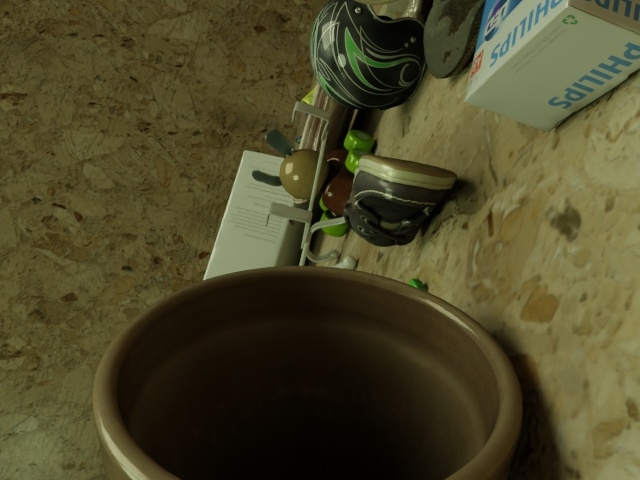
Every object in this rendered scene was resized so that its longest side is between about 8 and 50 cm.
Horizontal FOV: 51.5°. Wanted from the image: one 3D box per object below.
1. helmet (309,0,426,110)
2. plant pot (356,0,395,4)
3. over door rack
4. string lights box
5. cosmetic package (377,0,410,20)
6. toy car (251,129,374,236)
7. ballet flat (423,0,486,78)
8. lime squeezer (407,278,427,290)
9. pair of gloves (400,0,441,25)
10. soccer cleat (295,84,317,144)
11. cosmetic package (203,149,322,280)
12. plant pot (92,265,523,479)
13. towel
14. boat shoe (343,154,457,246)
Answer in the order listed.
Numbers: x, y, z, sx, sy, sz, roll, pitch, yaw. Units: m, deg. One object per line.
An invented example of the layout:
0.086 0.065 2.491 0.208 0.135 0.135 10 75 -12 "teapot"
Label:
0.063 -0.282 0.991 0.169 0.161 0.170 -175 90 -71 "helmet"
0.080 -0.426 0.892 0.201 0.201 0.180 120 162 -54 "plant pot"
0.000 0.000 0.984 0.324 0.108 0.240 87 -172 -45 "over door rack"
0.187 -0.225 0.469 0.133 0.076 0.260 138 149 -70 "string lights box"
0.130 -0.394 1.212 0.115 0.060 0.041 123 161 -65 "cosmetic package"
-0.018 -0.120 1.147 0.149 0.188 0.155 -90 20 -58 "toy car"
0.174 -0.262 0.723 0.250 0.058 0.084 115 135 -66 "ballet flat"
0.038 0.156 0.769 0.110 0.058 0.310 46 121 46 "lime squeezer"
0.177 -0.410 1.015 0.240 0.042 0.204 -172 100 -82 "pair of gloves"
0.024 -0.343 1.558 0.093 0.121 0.289 168 120 -80 "soccer cleat"
-0.129 0.021 1.479 0.217 0.156 0.385 42 -119 -73 "cosmetic package"
-0.013 0.175 0.462 0.263 0.263 0.229 -91 4 -64 "plant pot"
0.030 -0.258 1.331 0.332 0.053 0.317 -55 -17 -68 "towel"
0.077 -0.038 0.729 0.285 0.102 0.092 -151 74 -85 "boat shoe"
